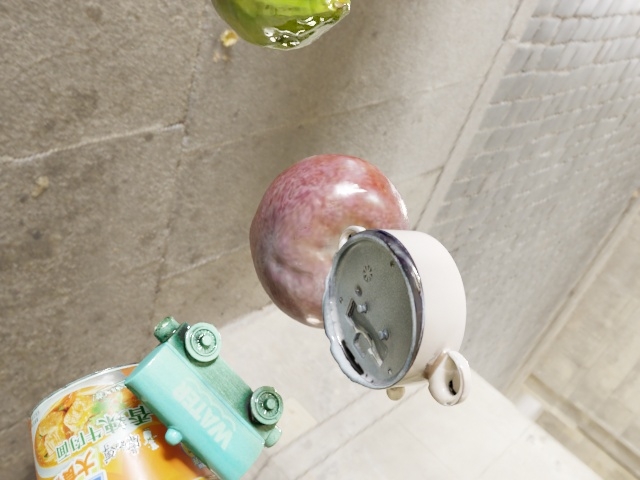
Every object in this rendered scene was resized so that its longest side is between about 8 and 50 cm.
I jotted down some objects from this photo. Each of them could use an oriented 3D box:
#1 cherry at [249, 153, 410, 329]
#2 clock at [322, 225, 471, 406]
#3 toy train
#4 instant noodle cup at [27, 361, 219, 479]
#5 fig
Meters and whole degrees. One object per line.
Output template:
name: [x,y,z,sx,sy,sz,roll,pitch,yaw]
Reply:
cherry: [0.010,0.000,0.945,0.206,0.239,0.239,-3,138,-11]
clock: [0.063,0.066,0.662,0.063,0.229,0.155,4,128,-33]
toy train: [-0.165,0.228,0.982,0.101,0.248,0.159,-32,-167,48]
instant noodle cup: [-0.306,0.335,1.069,0.296,0.214,0.296,-23,156,-11]
fig: [-0.045,-0.306,0.861,0.167,0.233,0.167,-25,158,-11]
